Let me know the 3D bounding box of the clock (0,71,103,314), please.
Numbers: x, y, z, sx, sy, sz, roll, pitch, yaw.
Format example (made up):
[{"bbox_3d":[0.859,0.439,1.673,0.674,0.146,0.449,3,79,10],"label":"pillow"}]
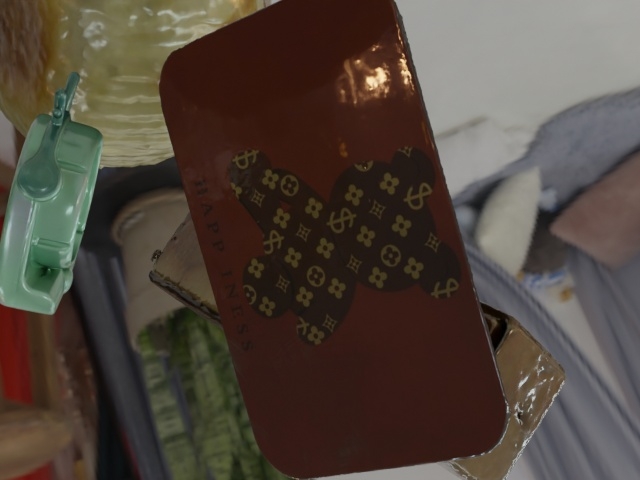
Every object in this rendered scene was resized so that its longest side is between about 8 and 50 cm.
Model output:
[{"bbox_3d":[-0.246,-0.047,1.081,0.066,0.159,0.211,13,110,-8],"label":"clock"}]

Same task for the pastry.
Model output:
[{"bbox_3d":[-0.216,-0.269,1.331,0.312,0.388,0.388,-11,156,-33],"label":"pastry"}]

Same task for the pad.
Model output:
[{"bbox_3d":[0.000,0.000,0.653,0.181,0.267,0.004,-16,180,38],"label":"pad"}]

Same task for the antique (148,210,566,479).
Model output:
[{"bbox_3d":[0.010,0.055,0.797,0.087,0.310,0.093,41,79,-44],"label":"antique"}]
